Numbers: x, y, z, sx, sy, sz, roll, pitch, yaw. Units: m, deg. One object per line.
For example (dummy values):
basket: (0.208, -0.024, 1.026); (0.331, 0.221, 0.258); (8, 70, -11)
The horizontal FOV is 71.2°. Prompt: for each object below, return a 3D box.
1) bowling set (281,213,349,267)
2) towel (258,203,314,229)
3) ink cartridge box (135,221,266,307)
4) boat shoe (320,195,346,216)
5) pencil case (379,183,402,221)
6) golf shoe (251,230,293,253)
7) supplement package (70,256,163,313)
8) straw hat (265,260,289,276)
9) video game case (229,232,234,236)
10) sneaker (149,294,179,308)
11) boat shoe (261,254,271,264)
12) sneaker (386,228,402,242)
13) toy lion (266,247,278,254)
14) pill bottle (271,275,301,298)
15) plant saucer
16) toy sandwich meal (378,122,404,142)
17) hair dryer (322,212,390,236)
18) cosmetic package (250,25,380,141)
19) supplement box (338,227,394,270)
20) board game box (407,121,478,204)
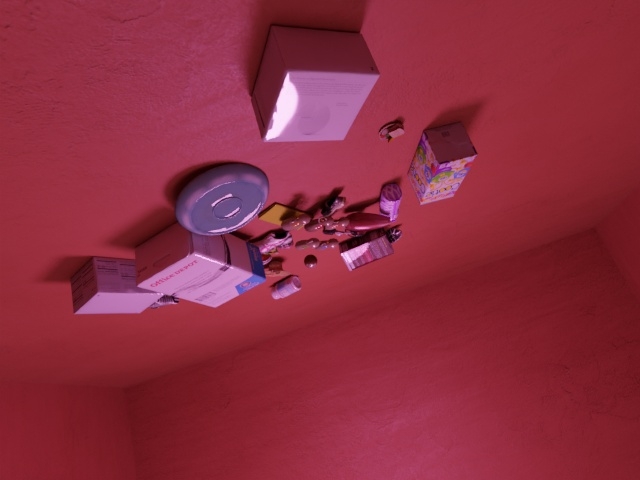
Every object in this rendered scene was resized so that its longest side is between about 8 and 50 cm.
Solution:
bowling set: (0.000, 0.000, 1.738); (0.287, 0.200, 0.154); (-4, 174, -38)
towel: (-0.129, -0.093, 1.739); (0.102, 0.021, 0.237); (-36, 152, 26)
ink cartridge box: (-0.444, 0.093, 1.684); (0.285, 0.166, 0.395); (-28, 149, 21)
boat shoe: (0.040, -0.138, 1.726); (0.049, 0.056, 0.152); (25, 148, -23)
pencil case: (0.287, -0.150, 1.832); (0.086, 0.088, 0.206); (-20, 157, -2)
golf shoe: (-0.209, 0.000, 1.854); (0.186, 0.067, 0.086); (-13, 126, 0)
supplement package: (-0.774, 0.179, 1.710); (0.204, 0.145, 0.261); (-33, 153, 32)
straw hat: (-0.215, 0.130, 2.138); (0.144, 0.061, 0.144); (-1, 164, 0)
video game case: (-0.435, 0.010, 1.747); (0.166, 0.015, 0.119); (-31, 155, 30)
sneaker: (-0.753, 0.269, 2.022); (0.132, 0.086, 0.229); (-19, 159, 10)
boat shoe: (-0.287, 0.085, 2.000); (0.137, 0.049, 0.043); (-13, 156, -1)
sneaker: (0.361, -0.021, 2.252); (0.071, 0.068, 0.170); (-24, 172, -29)
toy lion: (-0.237, 0.038, 1.951); (0.096, 0.034, 0.100); (-11, 158, 2)
pill bottle: (-0.189, 0.259, 2.428); (0.160, 0.087, 0.087); (-28, 156, 25)
plant saucer: (-0.302, -0.115, 1.430); (0.317, 0.044, 0.318); (-24, 151, -14)
toy sandwich meal: (0.226, -0.339, 1.414); (0.085, 0.029, 0.085); (-16, 158, -6)
hair dryer: (0.174, -0.070, 1.924); (0.293, 0.080, 0.223); (-8, 172, 43)
cosmetic package: (-0.021, -0.355, 1.041); (0.224, 0.138, 0.225); (-7, 157, -25)
supplement box: (0.224, 0.043, 2.190); (0.239, 0.073, 0.130); (-22, 125, 11)
board game box: (0.424, -0.265, 1.590); (0.144, 0.142, 0.275); (-15, 158, -7)
